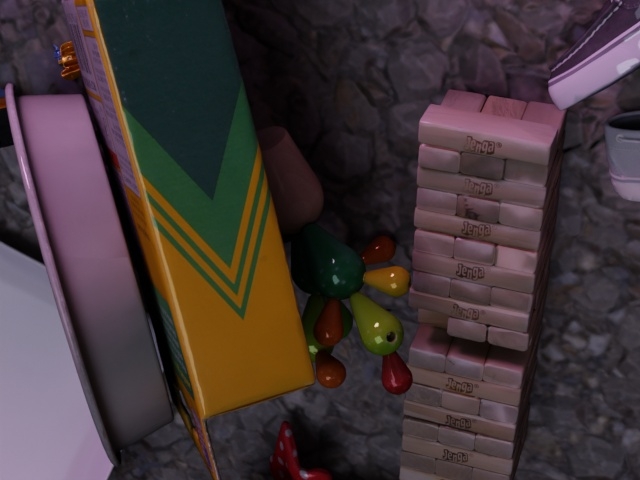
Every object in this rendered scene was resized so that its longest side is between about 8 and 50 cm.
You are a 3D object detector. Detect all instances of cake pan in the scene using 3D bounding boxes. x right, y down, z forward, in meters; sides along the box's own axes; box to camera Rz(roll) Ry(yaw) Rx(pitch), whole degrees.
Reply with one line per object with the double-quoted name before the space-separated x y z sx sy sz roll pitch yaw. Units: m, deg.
"cake pan" -0.168 0.020 0.887 0.054 0.293 0.293 -16 119 -10

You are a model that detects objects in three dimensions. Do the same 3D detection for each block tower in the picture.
"block tower" 0.118 0.049 0.885 0.091 0.097 0.335 11 125 15

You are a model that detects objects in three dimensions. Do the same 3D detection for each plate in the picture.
"plate" -0.300 0.135 1.078 0.278 0.045 0.277 27 102 3

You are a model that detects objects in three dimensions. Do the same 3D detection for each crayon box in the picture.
"crayon box" -0.089 -0.018 0.817 0.083 0.203 0.323 -16 105 -13

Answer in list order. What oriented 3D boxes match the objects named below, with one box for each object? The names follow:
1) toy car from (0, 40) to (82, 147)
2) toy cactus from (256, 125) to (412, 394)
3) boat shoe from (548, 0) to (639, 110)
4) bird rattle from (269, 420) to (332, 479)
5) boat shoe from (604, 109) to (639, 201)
"toy car" -0.228 -0.119 0.960 0.122 0.060 0.041 -25 65 14
"toy cactus" 0.000 0.000 0.850 0.112 0.219 0.180 -24 123 -3
"boat shoe" 0.219 -0.169 0.724 0.228 0.080 0.076 -39 84 38
"bird rattle" 0.036 0.280 1.044 0.253 0.143 0.207 5 138 22
"boat shoe" 0.275 -0.074 0.771 0.184 0.066 0.063 -6 119 35
